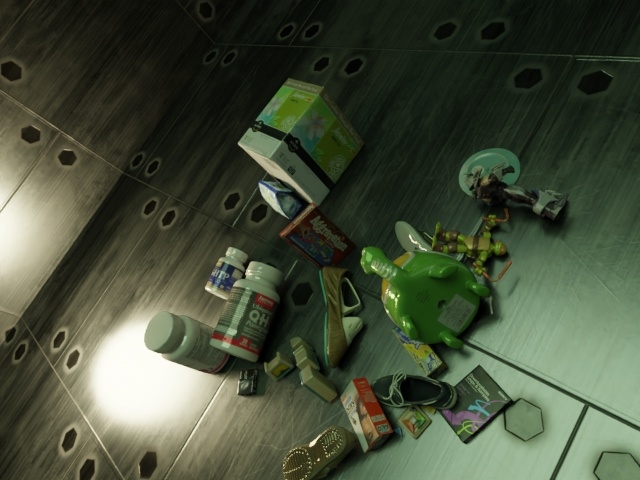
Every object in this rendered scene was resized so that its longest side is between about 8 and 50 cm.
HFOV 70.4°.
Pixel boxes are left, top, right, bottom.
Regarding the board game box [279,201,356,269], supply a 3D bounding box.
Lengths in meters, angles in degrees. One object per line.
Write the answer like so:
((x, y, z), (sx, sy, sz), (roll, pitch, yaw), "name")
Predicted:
((0.000, 0.000, 1.484), (0.145, 0.281, 0.027), (-45, 48, 4), "board game box")

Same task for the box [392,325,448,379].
((0.275, 0.301, 1.269), (0.059, 0.054, 0.169), (-42, 47, 6), "box")

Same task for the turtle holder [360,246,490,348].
((0.256, 0.140, 1.220), (0.227, 0.320, 0.244), (-135, 47, -64), "turtle holder")

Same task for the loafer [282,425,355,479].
((-0.001, 0.603, 1.255), (0.268, 0.092, 0.102), (-42, 44, 27), "loafer")

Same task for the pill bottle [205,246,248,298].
((-0.360, 0.127, 1.770), (0.112, 0.112, 0.187), (10, 70, 38), "pill bottle")

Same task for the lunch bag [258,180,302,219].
((-0.165, -0.173, 1.790), (0.128, 0.151, 0.096), (32, 84, 43), "lunch bag")

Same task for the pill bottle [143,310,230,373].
((-0.460, 0.355, 1.584), (0.160, 0.283, 0.160), (-17, 54, 26), "pill bottle")

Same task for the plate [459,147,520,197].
((0.527, -0.218, 1.430), (0.188, 0.024, 0.188), (-16, 56, 26), "plate")

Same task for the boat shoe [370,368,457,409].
((0.230, 0.398, 1.205), (0.254, 0.079, 0.095), (-5, 58, 45), "boat shoe")

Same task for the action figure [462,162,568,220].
((0.536, -0.138, 1.280), (0.285, 0.185, 0.099), (24, 87, 24), "action figure")

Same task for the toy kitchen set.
((-0.069, 0.430, 1.410), (0.166, 0.122, 0.207), (-42, 28, 7), "toy kitchen set")

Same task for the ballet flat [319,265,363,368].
((0.068, 0.227, 1.436), (0.124, 0.116, 0.343), (-9, 53, 7), "ballet flat")

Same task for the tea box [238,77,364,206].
((-0.064, -0.368, 1.718), (0.220, 0.329, 0.324), (31, 83, 42), "tea box")

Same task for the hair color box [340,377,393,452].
((0.122, 0.474, 1.243), (0.167, 0.053, 0.093), (59, 137, 40), "hair color box")

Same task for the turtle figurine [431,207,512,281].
((0.439, 0.004, 1.309), (0.217, 0.087, 0.270), (10, 56, 20), "turtle figurine")

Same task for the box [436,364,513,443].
((0.383, 0.410, 1.145), (0.162, 0.029, 0.116), (-44, 48, 4), "box")

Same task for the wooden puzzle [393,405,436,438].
((0.248, 0.477, 1.208), (0.078, 0.014, 0.116), (32, 84, 42), "wooden puzzle")

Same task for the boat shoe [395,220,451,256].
((0.317, 0.013, 1.407), (0.070, 0.078, 0.219), (-17, 48, -27), "boat shoe")

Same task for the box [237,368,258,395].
((-0.247, 0.481, 1.541), (0.067, 0.018, 0.083), (-14, 57, 27), "box")

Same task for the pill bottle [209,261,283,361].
((-0.244, 0.243, 1.577), (0.176, 0.176, 0.319), (6, 68, 37), "pill bottle")
